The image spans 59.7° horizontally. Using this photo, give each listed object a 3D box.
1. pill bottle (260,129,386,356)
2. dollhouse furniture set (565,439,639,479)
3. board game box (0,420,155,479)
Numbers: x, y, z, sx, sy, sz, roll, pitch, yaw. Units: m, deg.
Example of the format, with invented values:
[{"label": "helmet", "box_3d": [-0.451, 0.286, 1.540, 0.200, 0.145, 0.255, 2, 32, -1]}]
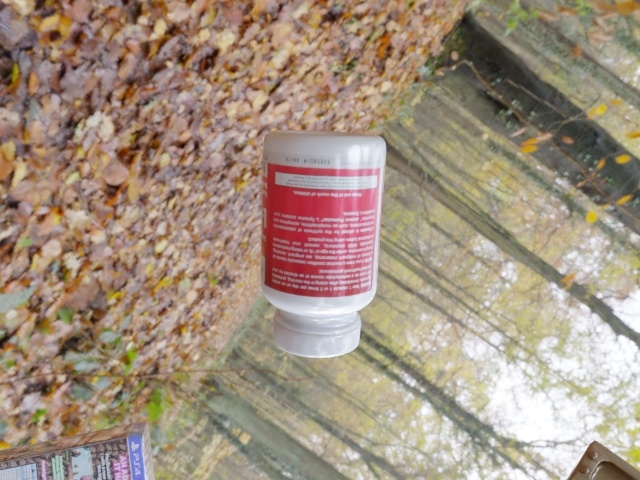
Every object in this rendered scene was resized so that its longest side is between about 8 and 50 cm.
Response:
[{"label": "pill bottle", "box_3d": [0.000, 0.000, 1.068, 0.229, 0.229, 0.407, -55, 149, -75]}, {"label": "dollhouse furniture set", "box_3d": [0.255, 0.246, 0.428, 0.151, 0.144, 0.123, -42, 153, -24]}, {"label": "board game box", "box_3d": [-0.462, 0.493, 1.045, 0.141, 0.291, 0.232, 152, -70, -75]}]
